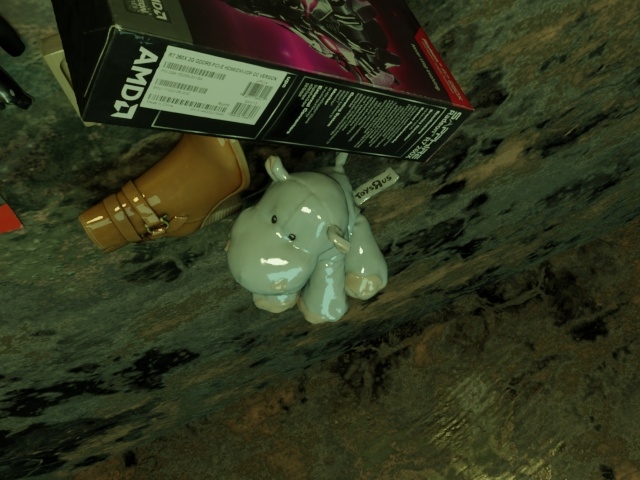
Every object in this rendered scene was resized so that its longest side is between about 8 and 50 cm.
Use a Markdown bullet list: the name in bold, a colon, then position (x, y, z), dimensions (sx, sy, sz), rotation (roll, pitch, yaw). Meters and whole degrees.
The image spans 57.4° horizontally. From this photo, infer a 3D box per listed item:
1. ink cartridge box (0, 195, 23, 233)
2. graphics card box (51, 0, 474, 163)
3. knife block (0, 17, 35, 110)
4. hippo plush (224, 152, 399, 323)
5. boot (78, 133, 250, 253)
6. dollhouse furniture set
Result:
- **ink cartridge box**: position (-0.474, -0.029, 0.725), dimensions (0.145, 0.045, 0.179), rotation (-17, 151, -13)
- **graphics card box**: position (-0.045, -0.198, 0.540), dimensions (0.371, 0.233, 0.094), rotation (0, 147, -38)
- **knife block**: position (-0.350, -0.212, 0.457), dimensions (0.088, 0.242, 0.275), rotation (-26, 109, 2)
- **hippo plush**: position (0.000, 0.000, 0.794), dimensions (0.294, 0.234, 0.236), rotation (-43, 180, 5)
- **boot**: position (-0.217, -0.077, 0.782), dimensions (0.220, 0.109, 0.283), rotation (-20, 167, -17)
- **dollhouse furniture set**: position (-0.193, -0.159, 0.616), dimensions (0.151, 0.123, 0.144), rotation (-20, 154, -8)
